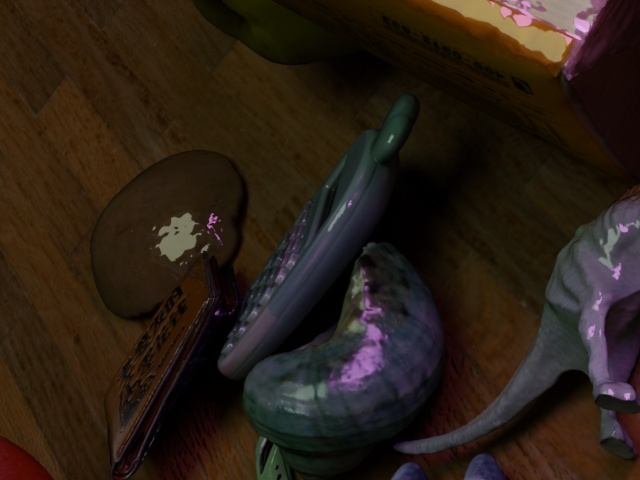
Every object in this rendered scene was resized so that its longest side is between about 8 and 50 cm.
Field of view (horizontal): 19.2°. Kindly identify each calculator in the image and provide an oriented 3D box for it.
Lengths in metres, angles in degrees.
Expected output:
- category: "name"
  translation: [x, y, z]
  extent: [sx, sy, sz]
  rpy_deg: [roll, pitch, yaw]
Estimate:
- category: "calculator"
  translation: [0.000, 0.000, 1.618]
  extent: [0.299, 0.041, 0.185]
  rpy_deg: [-53, 9, 23]

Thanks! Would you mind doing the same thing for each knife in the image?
- category: "knife"
  translation: [-0.026, 0.266, 1.539]
  extent: [0.043, 0.020, 0.293]
  rpy_deg: [-39, 40, 26]

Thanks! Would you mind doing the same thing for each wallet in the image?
- category: "wallet"
  translation: [-0.140, 0.108, 1.714]
  extent: [0.195, 0.042, 0.161]
  rpy_deg: [-56, 12, 9]

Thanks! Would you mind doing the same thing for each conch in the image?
- category: "conch"
  translation: [0.021, 0.106, 1.521]
  extent: [0.188, 0.122, 0.176]
  rpy_deg: [-45, 17, 13]

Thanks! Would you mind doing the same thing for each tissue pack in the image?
- category: "tissue pack"
  translation: [0.108, -0.237, 1.415]
  extent: [0.382, 0.293, 0.228]
  rpy_deg: [31, 88, 26]

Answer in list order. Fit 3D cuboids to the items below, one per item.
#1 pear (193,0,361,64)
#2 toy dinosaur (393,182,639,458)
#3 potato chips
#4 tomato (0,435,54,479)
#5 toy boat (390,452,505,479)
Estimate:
- category: "pear"
  translation: [0.007, -0.312, 1.743]
  extent: [0.307, 0.253, 0.253]
  rpy_deg: [-48, 37, -4]
- category: "toy dinosaur"
  translation: [0.196, 0.071, 1.376]
  extent: [0.393, 0.092, 0.205]
  rpy_deg: [-46, 32, 43]
- category: "potato chips"
  translation: [-0.163, -0.013, 1.863]
  extent: [0.195, 0.062, 0.208]
  rpy_deg: [-52, 35, 3]
- category: "tomato"
  translation: [-0.357, 0.306, 1.639]
  extent: [0.321, 0.321, 0.321]
  rpy_deg: [-28, 45, 33]
- category: "toy boat"
  translation: [0.071, 0.253, 1.394]
  extent: [0.134, 0.079, 0.207]
  rpy_deg: [-9, 56, 42]
